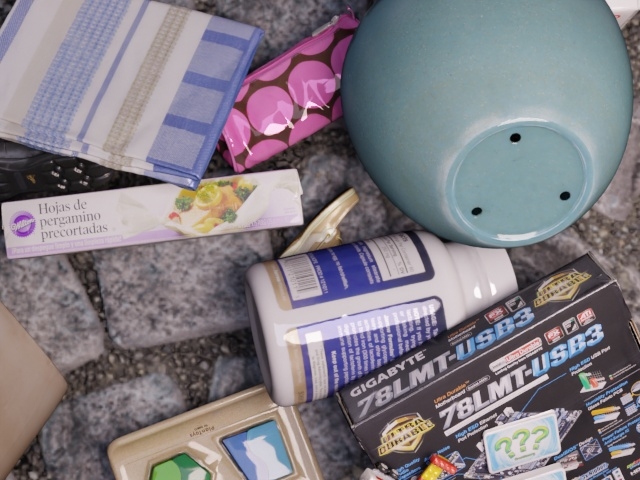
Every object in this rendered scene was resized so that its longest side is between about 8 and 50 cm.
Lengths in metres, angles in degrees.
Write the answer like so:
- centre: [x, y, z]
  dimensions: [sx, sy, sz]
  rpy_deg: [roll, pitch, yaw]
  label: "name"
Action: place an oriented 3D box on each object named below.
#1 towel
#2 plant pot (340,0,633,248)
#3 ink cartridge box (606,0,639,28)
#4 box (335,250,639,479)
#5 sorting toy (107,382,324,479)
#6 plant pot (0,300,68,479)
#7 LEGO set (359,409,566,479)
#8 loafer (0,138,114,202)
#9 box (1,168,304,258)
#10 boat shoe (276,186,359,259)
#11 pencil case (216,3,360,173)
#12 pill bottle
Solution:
- centre: [-0.224, -0.171, 1.222]
  dimensions: [0.285, 0.034, 0.209]
  rpy_deg: [14, 67, 12]
  label: "towel"
- centre: [0.170, -0.103, 1.091]
  dimensions: [0.290, 0.195, 0.290]
  rpy_deg: [-2, 125, -3]
  label: "plant pot"
- centre: [0.210, -0.255, 1.212]
  dimensions: [0.217, 0.158, 0.092]
  rpy_deg: [-7, 86, 0]
  label: "ink cartridge box"
- centre: [0.208, 0.201, 1.180]
  dimensions: [0.295, 0.073, 0.293]
  rpy_deg: [-30, 119, 0]
  label: "box"
- centre: [-0.140, 0.305, 1.235]
  dimensions: [0.307, 0.041, 0.229]
  rpy_deg: [-20, 89, -10]
  label: "sorting toy"
- centre: [-0.423, 0.170, 1.157]
  dimensions: [0.280, 0.323, 0.323]
  rpy_deg: [-42, 89, -18]
  label: "plant pot"
- centre: [0.134, 0.283, 1.131]
  dimensions: [0.244, 0.060, 0.183]
  rpy_deg: [-15, 115, -6]
  label: "LEGO set"
- centre: [-0.330, -0.090, 1.258]
  dimensions: [0.223, 0.076, 0.078]
  rpy_deg: [-5, 45, 4]
  label: "loafer"
- centre: [-0.179, -0.028, 1.255]
  dimensions: [0.323, 0.067, 0.063]
  rpy_deg: [-7, 88, 1]
  label: "box"
- centre: [0.000, 0.000, 1.265]
  dimensions: [0.045, 0.050, 0.135]
  rpy_deg: [43, 99, -2]
  label: "boat shoe"
- centre: [-0.029, -0.162, 1.246]
  dimensions: [0.209, 0.095, 0.098]
  rpy_deg: [-33, 120, -1]
  label: "pencil case"
- centre: [0.063, 0.073, 1.201]
  dimensions: [0.264, 0.153, 0.153]
  rpy_deg: [-11, 89, -9]
  label: "pill bottle"
